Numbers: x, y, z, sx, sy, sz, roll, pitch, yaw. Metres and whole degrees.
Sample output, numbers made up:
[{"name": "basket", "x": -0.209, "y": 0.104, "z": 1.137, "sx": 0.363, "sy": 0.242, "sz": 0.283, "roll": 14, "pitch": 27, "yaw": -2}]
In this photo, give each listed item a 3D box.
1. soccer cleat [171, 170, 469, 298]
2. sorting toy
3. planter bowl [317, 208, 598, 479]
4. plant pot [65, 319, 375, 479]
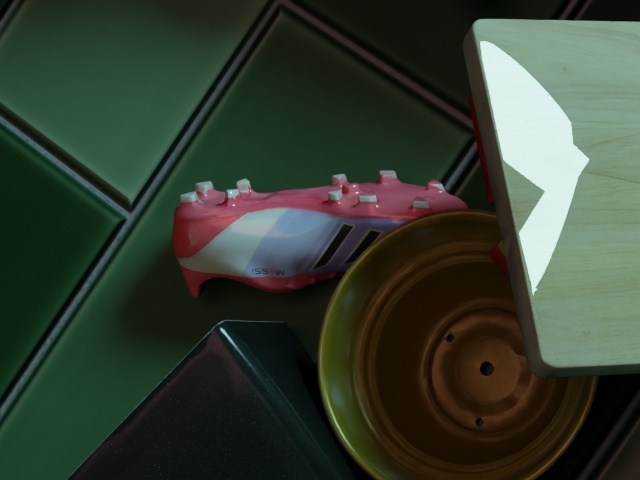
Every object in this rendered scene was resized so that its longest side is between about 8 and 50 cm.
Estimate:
[{"name": "soccer cleat", "x": 0.000, "y": 0.000, "z": 1.498, "sx": 0.248, "sy": 0.083, "sz": 0.095, "roll": 0, "pitch": 108, "yaw": 18}, {"name": "sorting toy", "x": 0.230, "y": -0.021, "z": 1.334, "sx": 0.257, "sy": 0.089, "sz": 0.255, "roll": -1, "pitch": 67, "yaw": -20}, {"name": "planter bowl", "x": 0.113, "y": 0.091, "z": 1.414, "sx": 0.217, "sy": 0.090, "sz": 0.217, "roll": -5, "pitch": 77, "yaw": 21}, {"name": "plant pot", "x": -0.059, "y": 0.185, "z": 1.424, "sx": 0.188, "sy": 0.187, "sz": 0.167, "roll": -45, "pitch": 78, "yaw": 8}]
